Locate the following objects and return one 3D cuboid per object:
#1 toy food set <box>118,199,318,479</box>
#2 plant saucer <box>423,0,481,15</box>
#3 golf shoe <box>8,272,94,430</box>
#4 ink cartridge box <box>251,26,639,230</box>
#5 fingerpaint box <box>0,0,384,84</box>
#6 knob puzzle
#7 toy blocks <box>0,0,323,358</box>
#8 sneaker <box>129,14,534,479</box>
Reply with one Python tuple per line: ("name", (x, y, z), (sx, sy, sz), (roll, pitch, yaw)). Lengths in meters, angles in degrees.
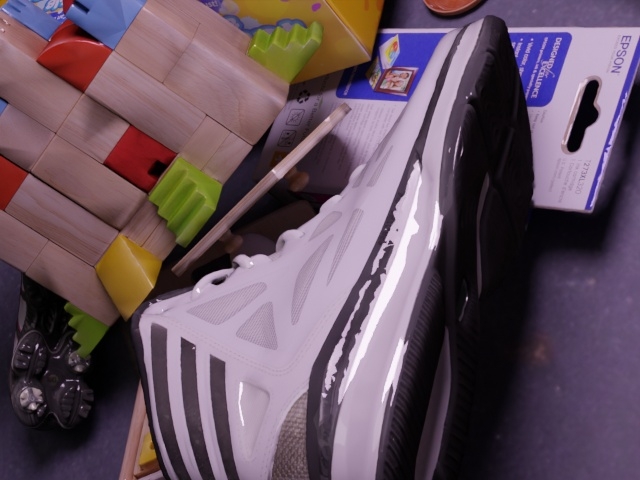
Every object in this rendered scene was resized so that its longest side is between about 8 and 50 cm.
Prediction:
("toy food set", (-0.100, 0.099, 1.019), (0.220, 0.092, 0.306), (-25, 30, 17))
("plant saucer", (0.140, -0.260, 1.157), (0.084, 0.013, 0.083), (-17, 58, 29))
("golf shoe", (-0.275, 0.060, 1.207), (0.120, 0.105, 0.272), (-13, 63, 65))
("ink cartridge box", (0.114, -0.107, 1.058), (0.371, 0.069, 0.175), (7, 70, 41))
("fingerpaint box", (-0.132, -0.314, 1.246), (0.445, 0.163, 0.371), (-13, 48, 33))
("knob puzzle", (-0.030, -0.053, 1.018), (0.213, 0.030, 0.213), (-44, 3, 3))
("toy blocks", (-0.215, -0.108, 1.043), (0.381, 0.261, 0.190), (-49, 16, 25))
("sneaker", (0.000, 0.000, 0.859), (0.258, 0.169, 0.447), (1, 49, 26))
